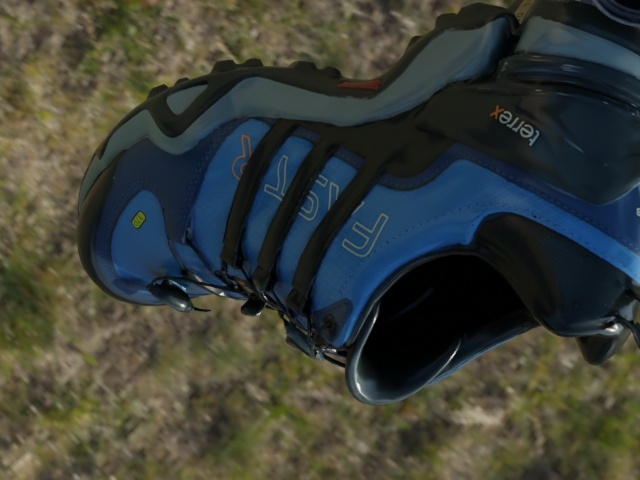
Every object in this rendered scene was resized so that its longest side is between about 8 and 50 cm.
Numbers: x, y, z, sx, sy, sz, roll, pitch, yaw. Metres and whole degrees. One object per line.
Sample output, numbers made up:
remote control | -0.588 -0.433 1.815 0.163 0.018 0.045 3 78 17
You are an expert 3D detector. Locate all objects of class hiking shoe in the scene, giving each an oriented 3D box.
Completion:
hiking shoe | 0.000 0.000 0.674 0.113 0.304 0.132 28 60 -38

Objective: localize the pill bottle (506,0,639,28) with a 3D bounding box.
pill bottle | 0.199 -0.088 0.901 0.123 0.219 0.122 -2 94 -34

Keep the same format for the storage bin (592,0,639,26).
storage bin | 0.130 -0.175 0.557 0.122 0.084 0.180 -11 123 15
